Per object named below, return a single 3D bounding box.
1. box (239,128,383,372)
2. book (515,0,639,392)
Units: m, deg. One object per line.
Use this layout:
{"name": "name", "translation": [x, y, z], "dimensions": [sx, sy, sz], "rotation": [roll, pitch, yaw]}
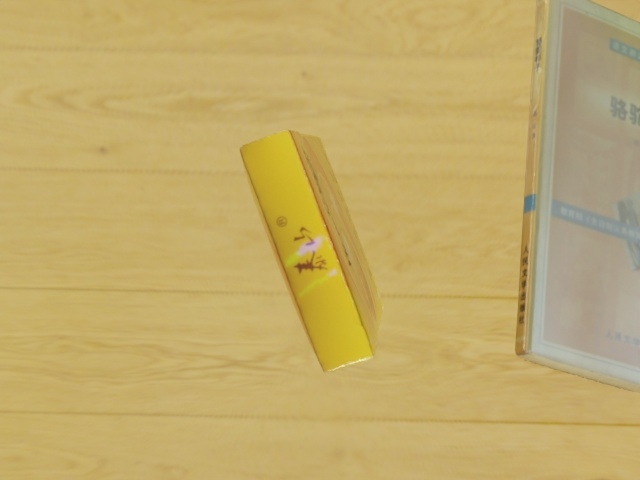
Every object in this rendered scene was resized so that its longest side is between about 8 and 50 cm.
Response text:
{"name": "box", "translation": [0.000, 0.000, 0.960], "dimensions": [0.043, 0.269, 0.152], "rotation": [-22, 91, 6]}
{"name": "book", "translation": [0.198, -0.025, 0.863], "dimensions": [0.170, 0.018, 0.241], "rotation": [17, 69, -28]}
